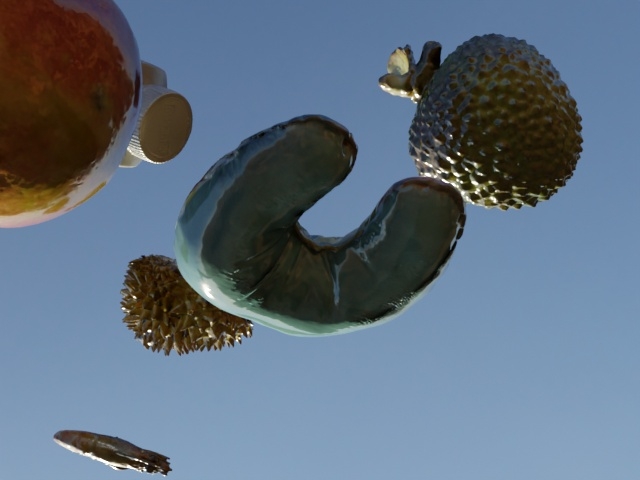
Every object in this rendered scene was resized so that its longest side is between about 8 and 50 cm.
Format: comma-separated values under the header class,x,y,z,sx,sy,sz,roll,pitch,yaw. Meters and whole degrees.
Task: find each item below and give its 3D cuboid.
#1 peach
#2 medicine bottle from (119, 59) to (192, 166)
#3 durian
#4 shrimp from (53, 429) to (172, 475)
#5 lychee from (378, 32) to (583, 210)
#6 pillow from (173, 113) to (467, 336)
class,x,y,z,sx,sy,sz,roll,pitch,yaw
peach,-0.256,-0.124,0.906,0.231,0.231,0.231,-23,-48,-29
medicine bottle,-0.251,-0.161,1.365,0.088,0.188,0.132,11,-80,-56
durian,-0.192,0.096,1.527,0.138,0.183,0.249,-40,1,-10
shrimp,-0.167,0.181,0.946,0.083,0.114,0.023,59,-136,-62
lychee,0.256,-0.192,1.752,0.270,0.270,0.320,-45,-76,-8
pillow,0.000,0.000,0.905,0.233,0.086,0.214,25,-48,-30
